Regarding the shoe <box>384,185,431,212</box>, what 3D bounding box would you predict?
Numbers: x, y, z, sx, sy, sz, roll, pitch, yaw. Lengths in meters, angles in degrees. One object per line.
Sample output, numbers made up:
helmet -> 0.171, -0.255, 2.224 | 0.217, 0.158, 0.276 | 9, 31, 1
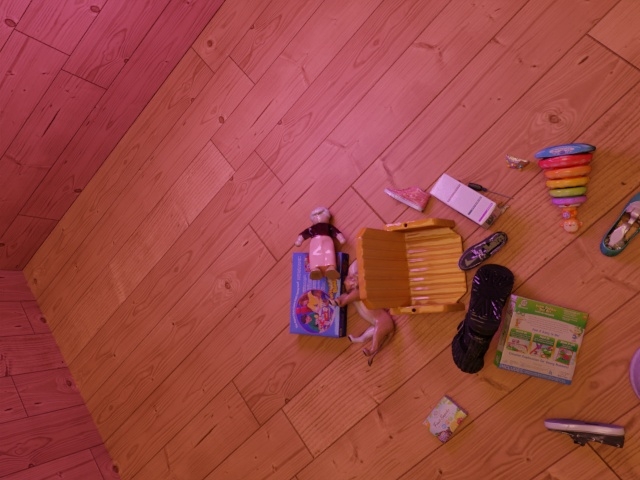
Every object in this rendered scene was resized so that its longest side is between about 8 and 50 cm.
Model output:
shoe -> 0.345, -0.185, 1.868 | 0.178, 0.063, 0.081 | 30, 97, 21

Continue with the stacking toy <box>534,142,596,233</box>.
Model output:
stacking toy -> 0.832, -0.171, 1.588 | 0.175, 0.166, 0.301 | -2, 98, 36

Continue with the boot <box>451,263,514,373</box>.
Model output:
boot -> 0.563, 0.268, 1.658 | 0.131, 0.348, 0.260 | 20, 136, 21

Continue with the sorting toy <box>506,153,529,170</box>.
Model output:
sorting toy -> 0.698, -0.284, 1.690 | 0.083, 0.075, 0.044 | 25, 96, 27

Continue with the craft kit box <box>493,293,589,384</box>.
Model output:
craft kit box -> 0.727, 0.326, 1.560 | 0.250, 0.061, 0.246 | 15, 94, -1

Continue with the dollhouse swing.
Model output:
dollhouse swing -> 0.334, 0.092, 1.707 | 0.316, 0.305, 0.346 | -8, 80, 26

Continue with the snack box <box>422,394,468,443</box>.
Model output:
snack box -> 0.457, 0.655, 1.730 | 0.100, 0.037, 0.141 | 38, 102, 26

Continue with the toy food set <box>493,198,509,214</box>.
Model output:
toy food set -> 0.624, -0.109, 1.739 | 0.122, 0.019, 0.078 | -45, 67, 16

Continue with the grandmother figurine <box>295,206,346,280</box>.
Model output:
grandmother figurine -> 0.000, 0.000, 1.940 | 0.208, 0.104, 0.342 | 2, 53, -4

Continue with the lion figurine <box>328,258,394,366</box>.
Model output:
lion figurine -> 0.193, 0.268, 1.855 | 0.240, 0.142, 0.391 | -25, 88, -19

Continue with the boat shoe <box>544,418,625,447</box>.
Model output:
boat shoe -> 0.848, 0.625, 1.519 | 0.229, 0.080, 0.075 | -1, 82, 19

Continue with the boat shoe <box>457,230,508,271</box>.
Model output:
boat shoe -> 0.583, 0.036, 1.698 | 0.206, 0.065, 0.075 | -37, 78, 6

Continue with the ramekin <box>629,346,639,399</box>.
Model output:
ramekin -> 1.081, 0.416, 1.386 | 0.278, 0.135, 0.276 | -3, 83, 26

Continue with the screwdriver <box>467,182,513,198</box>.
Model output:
screwdriver -> 0.631, -0.181, 1.750 | 0.170, 0.025, 0.024 | 22, 94, 18

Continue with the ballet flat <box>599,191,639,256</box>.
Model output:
ballet flat -> 0.992, -0.054, 1.510 | 0.083, 0.087, 0.247 | 36, 101, 26

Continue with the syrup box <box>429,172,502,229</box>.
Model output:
syrup box -> 0.532, -0.143, 1.732 | 0.237, 0.093, 0.096 | 41, 103, 33

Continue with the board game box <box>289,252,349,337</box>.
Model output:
board game box -> -0.006, 0.224, 1.989 | 0.234, 0.078, 0.346 | 0, 84, 27
